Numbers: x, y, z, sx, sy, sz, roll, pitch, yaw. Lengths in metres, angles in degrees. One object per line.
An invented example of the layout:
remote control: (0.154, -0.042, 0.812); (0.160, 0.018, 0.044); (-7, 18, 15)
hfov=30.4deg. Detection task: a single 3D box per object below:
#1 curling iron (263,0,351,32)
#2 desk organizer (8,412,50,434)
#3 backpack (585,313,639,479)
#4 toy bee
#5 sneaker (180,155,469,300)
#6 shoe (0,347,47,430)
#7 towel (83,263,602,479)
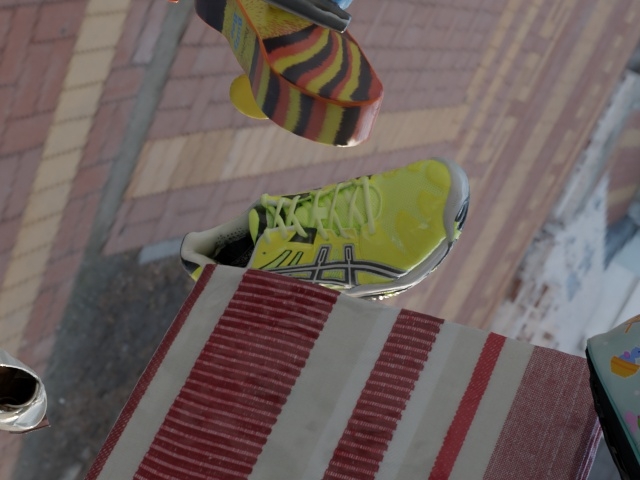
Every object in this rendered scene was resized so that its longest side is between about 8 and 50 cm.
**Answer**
curling iron: (-0.099, -0.216, 0.801); (0.035, 0.274, 0.068); (-59, -175, 43)
desk organizer: (-0.463, 0.274, 1.851); (0.047, 0.050, 0.130); (-14, 177, -24)
backpack: (0.242, 0.116, 0.680); (0.144, 0.188, 0.166); (-38, 148, 17)
toy bee: (-0.055, -0.196, 1.037); (0.298, 0.162, 0.195); (-117, -152, -57)
sneaker: (0.000, 0.000, 1.416); (0.385, 0.145, 0.147); (-25, 146, 27)
shoe: (-0.351, 0.164, 1.292); (0.076, 0.058, 0.219); (-55, 154, -17)
towel: (0.014, 0.148, 0.820); (0.237, 0.329, 0.037); (-62, 153, -28)
